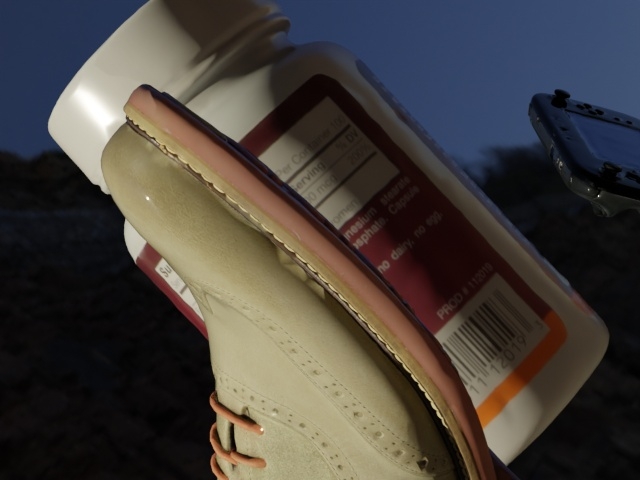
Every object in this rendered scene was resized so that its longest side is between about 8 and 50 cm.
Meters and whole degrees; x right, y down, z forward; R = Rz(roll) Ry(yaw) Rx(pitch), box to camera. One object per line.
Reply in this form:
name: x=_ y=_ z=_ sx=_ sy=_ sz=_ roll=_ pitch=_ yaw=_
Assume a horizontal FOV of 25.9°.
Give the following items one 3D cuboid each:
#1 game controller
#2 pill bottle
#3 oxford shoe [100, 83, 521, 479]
game controller: x=0.342 y=-0.100 z=1.609 sx=0.319 sy=0.166 sz=0.067 roll=-96 pitch=13 yaw=-66
pill bottle: x=0.000 y=0.000 z=1.017 sx=0.224 sy=0.392 sz=0.224 roll=-43 pitch=-2 yaw=-2
oxford shoe: x=0.000 y=0.103 z=0.685 sx=0.146 sy=0.140 sz=0.397 roll=-38 pitch=-65 yaw=-5
